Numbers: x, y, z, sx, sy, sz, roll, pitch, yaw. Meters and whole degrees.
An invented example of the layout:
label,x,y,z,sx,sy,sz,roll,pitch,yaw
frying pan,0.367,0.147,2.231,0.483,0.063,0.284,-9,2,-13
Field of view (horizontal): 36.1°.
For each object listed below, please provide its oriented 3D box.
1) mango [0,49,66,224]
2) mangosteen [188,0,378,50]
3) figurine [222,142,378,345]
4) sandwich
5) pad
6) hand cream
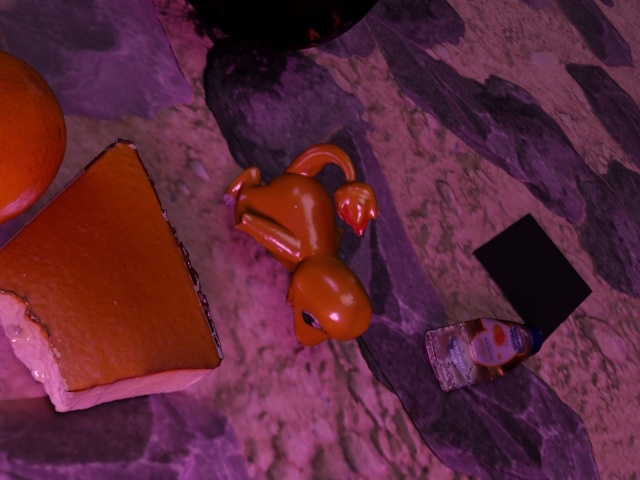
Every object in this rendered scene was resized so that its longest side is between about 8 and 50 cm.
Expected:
label,x,y,z,sx,sy,sz,roll,pitch,yaw
mango,-0.248,-0.063,0.628,0.141,0.102,0.217,39,33,-2
mangosteen,-0.030,-0.326,1.012,0.275,0.275,0.302,54,4,8
figurine,0.003,-0.001,0.823,0.121,0.122,0.176,10,49,-46
sandwich,-0.169,0.018,0.673,0.162,0.058,0.193,-3,61,-48
pad,0.255,0.039,1.165,0.127,0.004,0.190,53,35,7
hand cream,0.166,0.107,0.973,0.163,0.039,0.062,-5,76,-47
